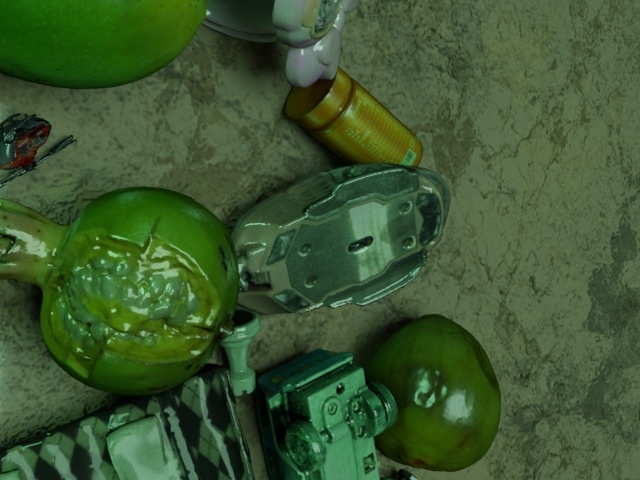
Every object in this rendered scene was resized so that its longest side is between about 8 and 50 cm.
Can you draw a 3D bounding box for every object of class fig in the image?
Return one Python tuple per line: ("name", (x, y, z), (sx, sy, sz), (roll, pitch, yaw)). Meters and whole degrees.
("fig", (0.160, 0.213, 1.206), (0.207, 0.207, 0.230), (22, 74, -38))

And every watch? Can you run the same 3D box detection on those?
("watch", (-0.075, -0.326, 0.992), (0.248, 0.217, 0.211), (64, 45, -75))

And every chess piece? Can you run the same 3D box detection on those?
("chess piece", (-0.109, 0.147, 1.081), (0.067, 0.067, 0.103), (-18, 114, -36))

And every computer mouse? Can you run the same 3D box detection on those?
("computer mouse", (-0.001, -0.003, 1.123), (0.389, 0.115, 0.200), (-20, 122, -16))

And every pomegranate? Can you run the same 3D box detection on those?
("pomegranate", (-0.234, 0.038, 0.890), (0.301, 0.236, 0.236), (20, 80, -11))

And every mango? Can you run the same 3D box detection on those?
("mango", (-0.296, -0.258, 0.806), (0.381, 0.225, 0.201), (2, 78, -21))

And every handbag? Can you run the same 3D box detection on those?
("handbag", (-0.257, 0.328, 0.918), (0.416, 0.180, 0.317), (-20, 98, -31))

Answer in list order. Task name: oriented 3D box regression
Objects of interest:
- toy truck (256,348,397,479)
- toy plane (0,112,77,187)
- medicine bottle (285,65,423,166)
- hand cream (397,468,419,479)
("toy truck", (0.012, 0.293, 1.122), (0.155, 0.156, 0.279), (-21, 111, -35))
("toy plane", (-0.334, -0.090, 0.897), (0.145, 0.037, 0.060), (-49, 131, -30))
("medicine bottle", (0.051, -0.157, 1.160), (0.192, 0.096, 0.096), (34, 72, -35))
("hand cream", (0.063, 0.455, 1.246), (0.256, 0.055, 0.088), (-50, 129, -22))
